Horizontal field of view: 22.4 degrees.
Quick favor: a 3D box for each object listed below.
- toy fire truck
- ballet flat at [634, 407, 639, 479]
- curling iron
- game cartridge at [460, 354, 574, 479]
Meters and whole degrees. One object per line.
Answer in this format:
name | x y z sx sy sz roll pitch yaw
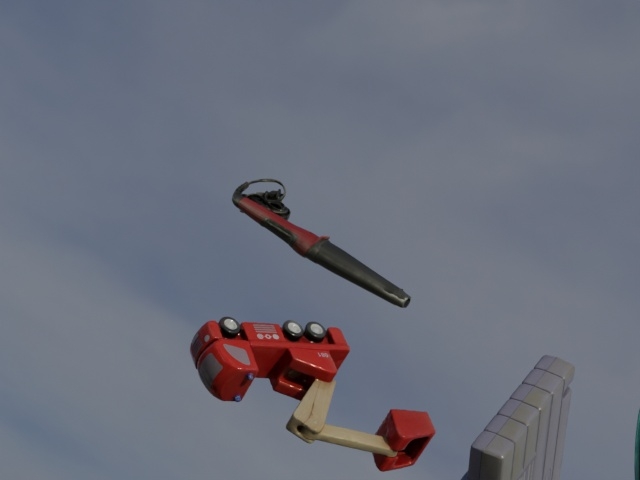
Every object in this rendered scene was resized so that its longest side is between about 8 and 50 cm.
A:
toy fire truck | -0.009 0.133 1.395 0.192 0.135 0.047 5 -49 -31
ballet flat | 0.376 0.314 1.669 0.106 0.316 0.107 -2 -24 25
curling iron | 0.000 0.000 1.828 0.274 0.068 0.035 34 -44 36
game cartridge | 0.241 0.348 2.082 0.068 0.230 0.355 22 -53 28
